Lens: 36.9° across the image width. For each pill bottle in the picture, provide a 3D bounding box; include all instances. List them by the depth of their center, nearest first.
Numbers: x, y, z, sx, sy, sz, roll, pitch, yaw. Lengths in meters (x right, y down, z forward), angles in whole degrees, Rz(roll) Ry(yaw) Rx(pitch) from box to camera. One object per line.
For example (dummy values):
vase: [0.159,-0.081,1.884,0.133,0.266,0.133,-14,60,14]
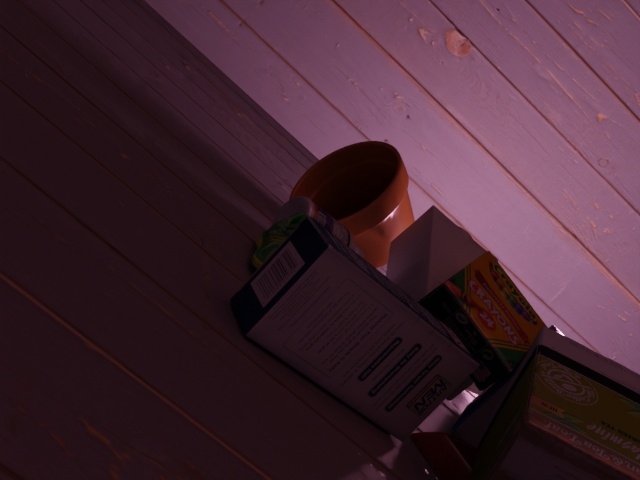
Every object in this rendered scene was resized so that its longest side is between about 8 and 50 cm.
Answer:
pill bottle: [0.000,0.000,1.992,0.193,0.108,0.108,38,11,-35]

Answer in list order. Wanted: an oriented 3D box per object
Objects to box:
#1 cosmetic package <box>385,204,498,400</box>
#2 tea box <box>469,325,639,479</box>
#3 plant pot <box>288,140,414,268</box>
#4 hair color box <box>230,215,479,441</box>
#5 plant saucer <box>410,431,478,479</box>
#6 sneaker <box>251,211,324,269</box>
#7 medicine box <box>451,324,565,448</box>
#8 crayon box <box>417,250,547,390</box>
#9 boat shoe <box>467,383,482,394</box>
cosmetic package: [0.257,0.121,2.039,0.217,0.156,0.385,40,28,-13]
tea box: [0.411,0.343,1.406,0.329,0.220,0.323,27,25,6]
plant pot: [0.097,-0.068,2.282,0.203,0.291,0.291,57,0,-35]
hair color box: [0.055,0.136,1.407,0.347,0.174,0.105,39,9,-31]
plant saucer: [0.285,0.419,1.548,0.258,0.048,0.259,34,14,-48]
sneaker: [-0.048,0.015,1.664,0.109,0.123,0.295,42,10,-18]
medicine box: [0.410,0.314,1.869,0.149,0.263,0.289,46,9,10]
crayon box: [0.328,0.141,1.866,0.202,0.081,0.318,53,29,6]
boat shoe: [0.292,0.232,2.213,0.335,0.112,0.095,38,15,-17]
